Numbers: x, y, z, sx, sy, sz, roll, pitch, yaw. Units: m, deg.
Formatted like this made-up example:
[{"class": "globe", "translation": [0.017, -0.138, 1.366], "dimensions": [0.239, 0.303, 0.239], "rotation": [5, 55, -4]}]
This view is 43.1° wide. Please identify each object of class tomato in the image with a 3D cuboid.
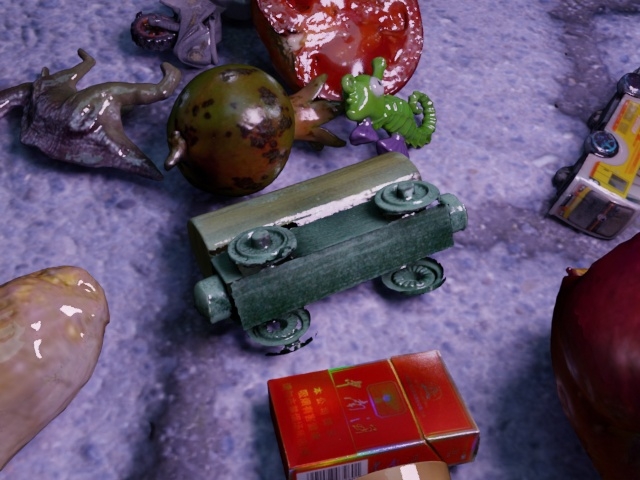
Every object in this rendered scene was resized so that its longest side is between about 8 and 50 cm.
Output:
[{"class": "tomato", "translation": [0.017, -0.276, 1.050], "dimensions": [0.200, 0.139, 0.233], "rotation": [-26, 93, -14]}]

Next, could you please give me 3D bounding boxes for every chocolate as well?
[{"class": "chocolate", "translation": [-0.310, 0.147, 0.717], "dimensions": [0.134, 0.134, 0.309], "rotation": [29, 60, 17]}]

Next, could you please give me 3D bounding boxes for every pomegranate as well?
[{"class": "pomegranate", "translation": [-0.070, -0.119, 0.922], "dimensions": [0.220, 0.156, 0.156], "rotation": [4, 51, -21]}]

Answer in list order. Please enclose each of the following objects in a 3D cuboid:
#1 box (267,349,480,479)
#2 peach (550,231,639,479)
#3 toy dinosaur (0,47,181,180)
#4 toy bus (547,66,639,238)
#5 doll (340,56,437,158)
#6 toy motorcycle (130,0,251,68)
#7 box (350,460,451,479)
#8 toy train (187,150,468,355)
[{"class": "box", "translation": [0.045, 0.167, 0.752], "dimensions": [0.175, 0.048, 0.112], "rotation": [-9, 36, -11]}, {"class": "peach", "translation": [0.409, 0.088, 0.689], "dimensions": [0.416, 0.339, 0.353], "rotation": [-37, 84, -30]}, {"class": "toy dinosaur", "translation": [-0.296, -0.157, 0.982], "dimensions": [0.294, 0.077, 0.162], "rotation": [13, 56, 24]}, {"class": "toy bus", "translation": [0.373, -0.115, 0.985], "dimensions": [0.106, 0.092, 0.268], "rotation": [34, 57, 8]}, {"class": "doll", "translation": [0.082, -0.154, 0.961], "dimensions": [0.050, 0.190, 0.115], "rotation": [1, 80, 39]}, {"class": "toy motorcycle", "translation": [-0.148, -0.304, 1.097], "dimensions": [0.122, 0.080, 0.215], "rotation": [38, 55, 22]}, {"class": "box", "translation": [0.064, 0.221, 0.694], "dimensions": [0.105, 0.105, 0.037], "rotation": [-9, 63, -11]}, {"class": "toy train", "translation": [0.001, 0.006, 0.866], "dimensions": [0.307, 0.126, 0.189], "rotation": [-20, 25, -18]}]
